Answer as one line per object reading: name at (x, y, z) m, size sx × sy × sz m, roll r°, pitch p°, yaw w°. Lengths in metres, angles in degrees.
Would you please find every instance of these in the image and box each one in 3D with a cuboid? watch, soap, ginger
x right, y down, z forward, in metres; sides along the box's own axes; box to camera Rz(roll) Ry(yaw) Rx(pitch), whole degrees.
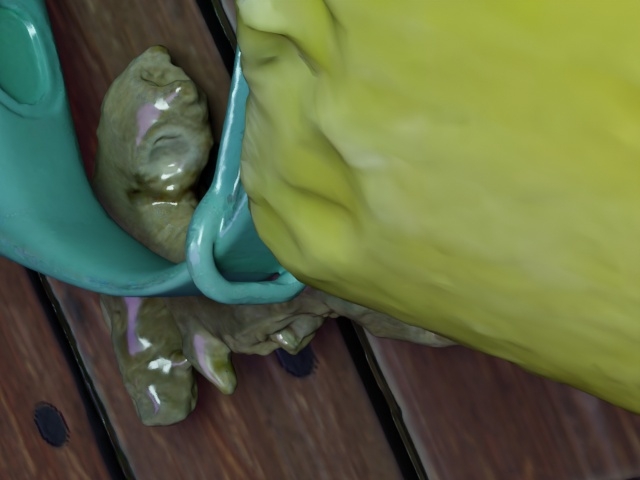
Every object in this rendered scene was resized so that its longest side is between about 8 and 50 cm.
watch at (-0.067, -0.084, 0.682) m, size 0.195 × 0.068 × 0.237 m, roll -21°, pitch 75°, yaw 35°
soap at (0.187, -0.009, 0.442) m, size 0.427 × 0.115 × 0.306 m, roll 22°, pitch 146°, yaw 7°
ginger at (-0.007, -0.014, 0.711) m, size 0.258 × 0.065 × 0.149 m, roll -14°, pitch 97°, yaw 44°
